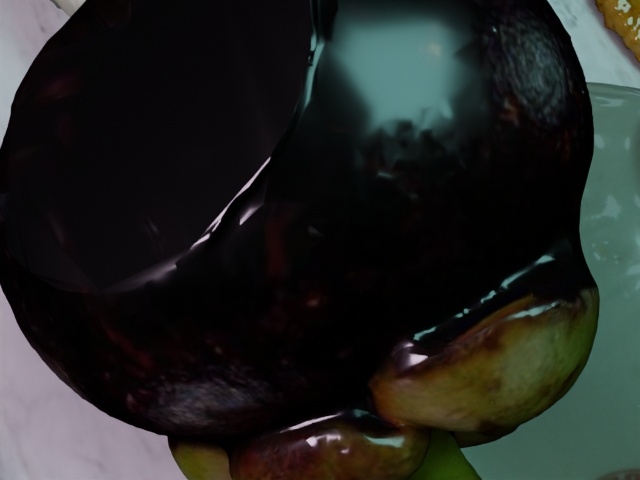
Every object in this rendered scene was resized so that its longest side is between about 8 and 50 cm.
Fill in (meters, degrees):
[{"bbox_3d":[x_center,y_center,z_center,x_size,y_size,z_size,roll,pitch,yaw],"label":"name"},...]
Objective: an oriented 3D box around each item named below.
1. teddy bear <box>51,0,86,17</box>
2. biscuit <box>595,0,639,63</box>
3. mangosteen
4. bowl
[{"bbox_3d":[-0.174,-0.243,0.882,0.362,0.375,0.327,-25,71,-4],"label":"teddy bear"},{"bbox_3d":[0.295,-0.192,1.274,0.254,0.035,0.254,21,47,-25],"label":"biscuit"},{"bbox_3d":[-0.003,-0.003,0.702,0.233,0.287,0.288,36,33,-55],"label":"mangosteen"},{"bbox_3d":[0.200,0.019,0.935,0.337,0.157,0.337,22,47,-26],"label":"bowl"}]
